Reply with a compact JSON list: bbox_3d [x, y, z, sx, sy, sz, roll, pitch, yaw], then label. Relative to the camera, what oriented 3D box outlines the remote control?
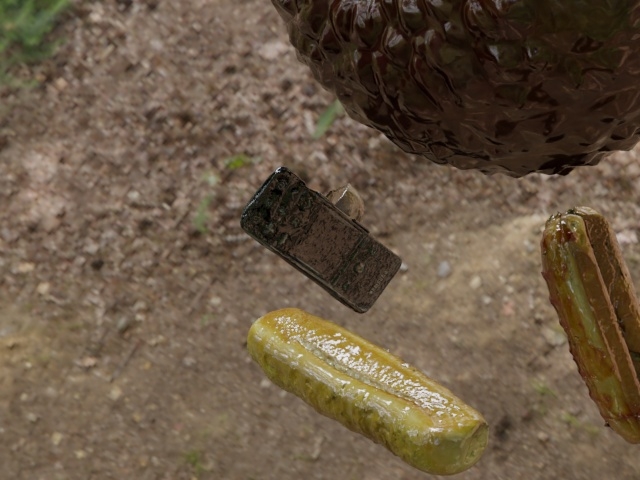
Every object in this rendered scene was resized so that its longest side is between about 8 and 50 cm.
[{"bbox_3d":[0.000,0.000,0.605,0.039,0.096,0.014,-53,34,0],"label":"remote control"}]

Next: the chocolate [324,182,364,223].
[{"bbox_3d":[0.003,-0.004,0.789,0.064,0.031,0.101,-47,5,-7],"label":"chocolate"}]

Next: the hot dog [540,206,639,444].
[{"bbox_3d":[0.158,0.050,0.670,0.038,0.144,0.062,-14,12,38],"label":"hot dog"}]

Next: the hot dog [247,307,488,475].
[{"bbox_3d":[0.031,0.124,0.995,0.286,0.088,0.061,28,124,56],"label":"hot dog"}]

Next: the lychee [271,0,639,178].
[{"bbox_3d":[0.103,-0.153,0.567,0.261,0.260,0.260,-16,56,25],"label":"lychee"}]
